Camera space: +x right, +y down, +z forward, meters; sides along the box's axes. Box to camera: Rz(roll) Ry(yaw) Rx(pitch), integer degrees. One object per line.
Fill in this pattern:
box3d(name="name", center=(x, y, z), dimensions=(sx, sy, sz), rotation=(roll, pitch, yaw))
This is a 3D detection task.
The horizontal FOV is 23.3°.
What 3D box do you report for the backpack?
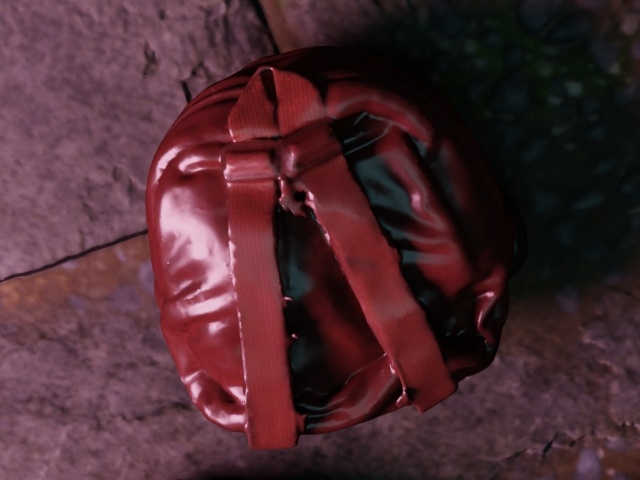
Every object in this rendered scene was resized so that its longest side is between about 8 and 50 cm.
box3d(name="backpack", center=(0.000, -0.001, 0.867), dimensions=(0.229, 0.139, 0.229), rotation=(1, 116, 3))
